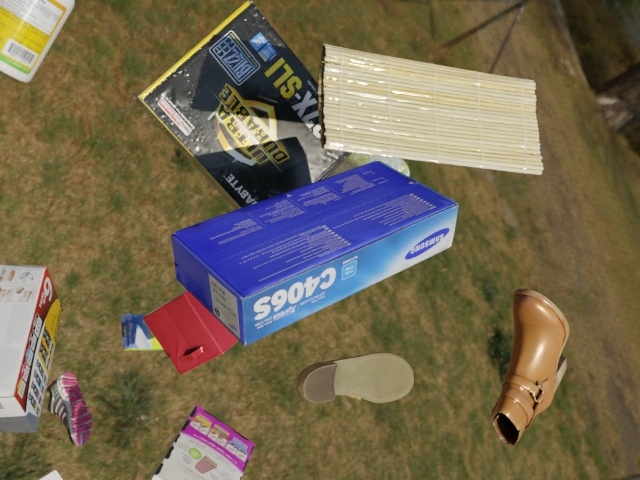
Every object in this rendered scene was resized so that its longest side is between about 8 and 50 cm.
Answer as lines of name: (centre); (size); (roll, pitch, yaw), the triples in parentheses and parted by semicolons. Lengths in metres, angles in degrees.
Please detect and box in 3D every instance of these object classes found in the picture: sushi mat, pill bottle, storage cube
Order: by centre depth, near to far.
sushi mat: (0.148, -0.170, 0.887); (0.317, 0.019, 0.151); (4, 72, -17)
pill bottle: (-0.548, -0.433, 1.261); (0.136, 0.245, 0.136); (32, 3, -2)
storage cube: (-0.331, 0.222, 1.872); (0.193, 0.184, 0.215); (57, 31, -5)

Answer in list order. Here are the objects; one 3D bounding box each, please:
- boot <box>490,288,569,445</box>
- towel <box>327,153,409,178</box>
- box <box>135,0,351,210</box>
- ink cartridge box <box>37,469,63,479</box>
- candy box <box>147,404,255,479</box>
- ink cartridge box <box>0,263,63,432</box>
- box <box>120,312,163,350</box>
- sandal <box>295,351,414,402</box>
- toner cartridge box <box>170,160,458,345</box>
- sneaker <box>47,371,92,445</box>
boot: (0.399, 0.255, 1.352); (0.220, 0.109, 0.283); (-45, 134, -28)
towel: (0.079, -0.182, 1.674); (0.320, 0.090, 0.374); (35, -13, 18)
box: (-0.119, -0.211, 1.197); (0.257, 0.079, 0.322); (-44, 109, -10)
ink cartridge box: (-0.517, 0.504, 1.158); (0.115, 0.067, 0.198); (48, 44, 13)
candy box: (-0.242, 0.461, 1.366); (0.159, 0.071, 0.233); (35, 22, -3)
ink cartridge box: (-0.671, 0.252, 1.493); (0.130, 0.272, 0.309); (3, 55, -7)
box: (-0.530, 0.280, 2.062); (0.178, 0.042, 0.109); (7, 68, -39)
sandal: (0.047, 0.225, 1.148); (0.240, 0.079, 0.088); (5, 95, -37)
toner cartridge box: (0.000, 0.000, 0.884); (0.348, 0.165, 0.075); (-22, 131, -32)
sneaker: (-0.585, 0.394, 1.564); (0.063, 0.075, 0.170); (-7, 76, -64)
